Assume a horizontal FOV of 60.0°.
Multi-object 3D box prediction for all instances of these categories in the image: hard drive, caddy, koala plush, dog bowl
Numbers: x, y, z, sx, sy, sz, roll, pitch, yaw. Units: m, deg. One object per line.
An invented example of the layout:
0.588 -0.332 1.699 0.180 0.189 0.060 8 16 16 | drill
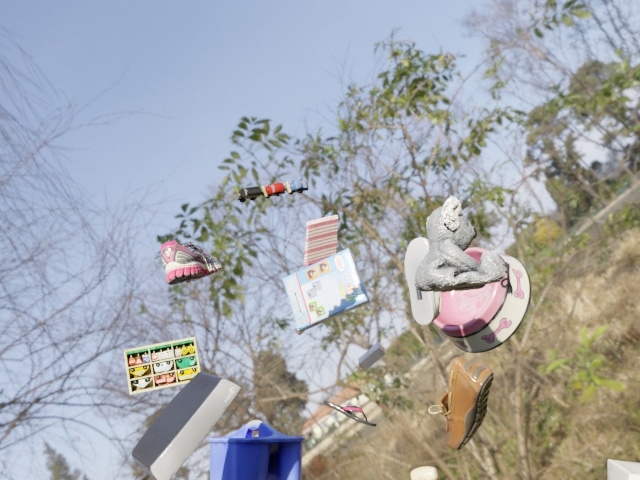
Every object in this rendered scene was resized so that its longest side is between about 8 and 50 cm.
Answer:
-0.307 0.408 1.248 0.172 0.054 0.255 -4 39 53 | hard drive
-0.193 0.624 1.638 0.241 0.179 0.341 12 -23 -32 | caddy
0.324 0.012 1.391 0.203 0.221 0.196 -5 -11 -5 | koala plush
0.578 0.208 2.100 0.150 0.408 0.408 30 -61 -27 | dog bowl

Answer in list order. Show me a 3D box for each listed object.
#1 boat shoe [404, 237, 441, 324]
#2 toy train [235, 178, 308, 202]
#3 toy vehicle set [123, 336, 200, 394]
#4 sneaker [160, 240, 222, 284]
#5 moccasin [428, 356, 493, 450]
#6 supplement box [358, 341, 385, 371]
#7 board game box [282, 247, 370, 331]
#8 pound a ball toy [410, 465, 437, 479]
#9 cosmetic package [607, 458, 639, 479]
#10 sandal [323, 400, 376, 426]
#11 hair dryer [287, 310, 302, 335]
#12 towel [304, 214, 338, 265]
0.309 0.115 1.635 0.084 0.095 0.258 -14 -74 -49 | boat shoe
-0.090 -0.101 1.096 0.158 0.027 0.036 -12 -12 -29 | toy train
-0.595 0.471 2.100 0.266 0.166 0.035 -10 -2 -11 | toy vehicle set
-0.379 0.059 1.651 0.120 0.112 0.299 -21 -5 4 | sneaker
0.428 0.511 1.719 0.139 0.147 0.380 -38 -40 -31 | moccasin
0.181 0.410 1.961 0.098 0.036 0.062 -42 4 9 | supplement box
0.012 0.136 1.521 0.211 0.160 0.039 -25 -25 15 | board game box
0.234 0.797 1.529 0.135 0.208 0.319 -20 0 36 | pound a ball toy
1.055 0.753 1.609 0.365 0.155 0.197 4 -7 9 | cosmetic package
0.094 0.530 1.730 0.040 0.179 0.067 -64 -17 -12 | sandal
-0.044 0.226 2.274 0.080 0.223 0.293 35 -81 -25 | hair dryer
0.000 0.000 2.172 0.144 0.029 0.197 -14 -59 -32 | towel
